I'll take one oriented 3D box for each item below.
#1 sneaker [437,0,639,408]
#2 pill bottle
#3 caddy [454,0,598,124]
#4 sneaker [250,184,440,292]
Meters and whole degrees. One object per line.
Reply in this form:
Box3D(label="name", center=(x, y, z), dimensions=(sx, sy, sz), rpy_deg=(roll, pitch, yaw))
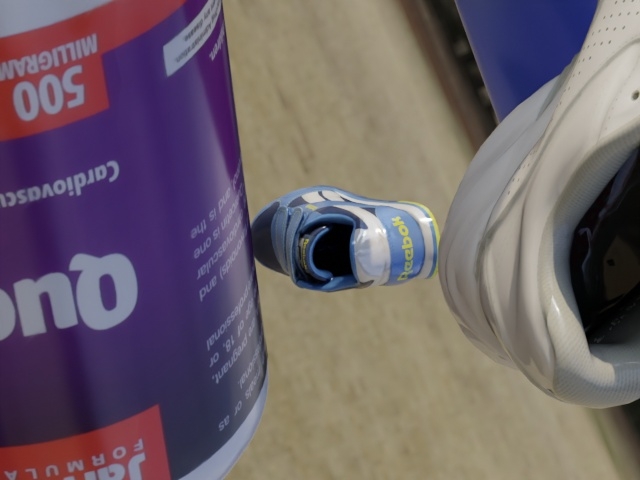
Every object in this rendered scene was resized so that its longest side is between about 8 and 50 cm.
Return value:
Box3D(label="sneaker", center=(0.113, -0.054, 0.481), dimensions=(0.115, 0.090, 0.232), rpy_deg=(-116, -134, -73))
Box3D(label="pill bottle", center=(-0.117, -0.005, 0.707), dimensions=(0.181, 0.181, 0.323), rpy_deg=(-101, -176, -56))
Box3D(label="caddy", center=(0.237, -0.128, 0.985), dimensions=(0.179, 0.341, 0.241), rpy_deg=(61, 31, -22))
Box3D(label="sneaker", center=(0.000, 0.000, 1.015), dimensions=(0.144, 0.059, 0.053), rpy_deg=(1, -77, 51))
